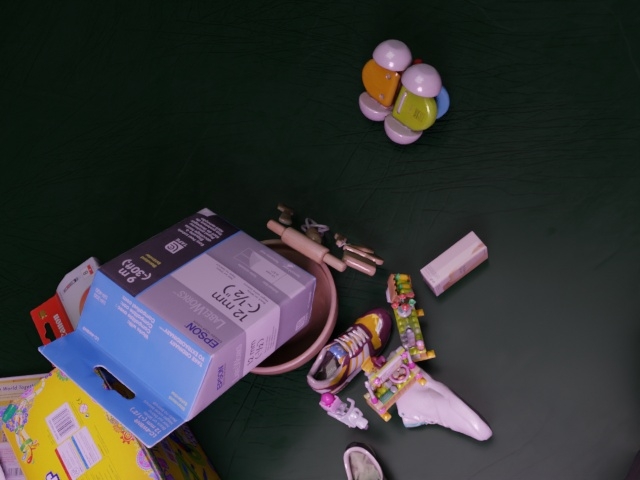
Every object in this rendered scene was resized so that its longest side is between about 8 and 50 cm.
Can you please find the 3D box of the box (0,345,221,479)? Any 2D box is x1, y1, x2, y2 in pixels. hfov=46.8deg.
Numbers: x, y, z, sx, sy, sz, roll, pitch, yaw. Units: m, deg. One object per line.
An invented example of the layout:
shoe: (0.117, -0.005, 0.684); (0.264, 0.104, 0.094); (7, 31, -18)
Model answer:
box: (-0.311, 0.362, 1.182); (0.177, 0.279, 0.290); (-38, 63, -2)

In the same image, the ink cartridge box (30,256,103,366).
ink cartridge box: (-0.484, 0.138, 1.454); (0.179, 0.045, 0.145); (-34, 63, -2)

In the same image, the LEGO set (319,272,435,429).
LEGO set: (0.110, 0.161, 1.174); (0.132, 0.107, 0.287); (15, 60, 27)

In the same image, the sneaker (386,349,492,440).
sneaker: (0.176, 0.273, 1.200); (0.212, 0.080, 0.094); (33, 85, 35)

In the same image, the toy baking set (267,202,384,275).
toy baking set: (-0.002, 0.001, 1.298); (0.256, 0.196, 0.030); (29, 103, 22)

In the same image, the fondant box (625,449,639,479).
fondant box: (0.419, 0.377, 0.939); (0.096, 0.330, 0.238); (25, 77, 25)

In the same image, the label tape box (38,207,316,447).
label tape box: (-0.211, 0.113, 1.131); (0.249, 0.115, 0.347); (32, 42, 24)

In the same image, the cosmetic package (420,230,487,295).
cosmetic package: (0.232, 0.041, 1.282); (0.115, 0.060, 0.041); (-37, 65, 0)

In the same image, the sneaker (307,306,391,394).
sneaker: (0.052, 0.185, 1.259); (0.069, 0.084, 0.185); (36, 82, 25)

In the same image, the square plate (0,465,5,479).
square plate: (-0.789, 0.427, 1.400); (0.347, 0.049, 0.344); (-40, 60, 2)

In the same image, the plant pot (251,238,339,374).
plant pot: (-0.075, 0.126, 1.306); (0.237, 0.110, 0.237); (-6, 67, 14)

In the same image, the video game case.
video game case: (-0.601, 0.363, 1.405); (0.226, 0.026, 0.206); (-8, 67, 14)

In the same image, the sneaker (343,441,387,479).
sneaker: (0.085, 0.405, 1.159); (0.064, 0.086, 0.192); (-28, 64, 3)

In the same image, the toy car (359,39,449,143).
toy car: (0.169, -0.285, 1.402); (0.136, 0.159, 0.182); (-22, 57, -35)
